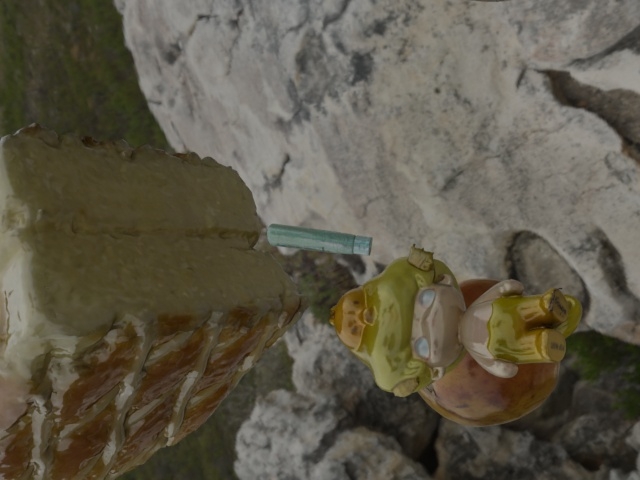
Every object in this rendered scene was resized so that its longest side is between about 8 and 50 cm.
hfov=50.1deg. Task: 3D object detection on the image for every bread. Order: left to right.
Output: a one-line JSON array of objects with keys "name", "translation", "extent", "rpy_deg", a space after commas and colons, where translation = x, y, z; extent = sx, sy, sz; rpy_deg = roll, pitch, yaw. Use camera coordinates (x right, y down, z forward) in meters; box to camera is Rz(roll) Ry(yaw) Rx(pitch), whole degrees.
[{"name": "bread", "translation": [-0.273, 0.097, 0.811], "extent": [0.390, 0.371, 0.279], "rpy_deg": [-49, 64, 24]}]

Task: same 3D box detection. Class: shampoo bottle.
[{"name": "shampoo bottle", "translation": [0.000, 0.000, 1.266], "extent": [0.069, 0.191, 0.041], "rpy_deg": [65, -146, -70]}]

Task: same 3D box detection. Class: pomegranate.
[{"name": "pomegranate", "translation": [0.274, 0.189, 1.166], "extent": [0.264, 0.264, 0.264], "rpy_deg": [37, 139, 40]}]

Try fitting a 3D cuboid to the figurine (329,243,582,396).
[{"name": "figurine", "translation": [0.121, 0.082, 0.677], "extent": [0.246, 0.131, 0.156], "rpy_deg": [0, 74, 44]}]
